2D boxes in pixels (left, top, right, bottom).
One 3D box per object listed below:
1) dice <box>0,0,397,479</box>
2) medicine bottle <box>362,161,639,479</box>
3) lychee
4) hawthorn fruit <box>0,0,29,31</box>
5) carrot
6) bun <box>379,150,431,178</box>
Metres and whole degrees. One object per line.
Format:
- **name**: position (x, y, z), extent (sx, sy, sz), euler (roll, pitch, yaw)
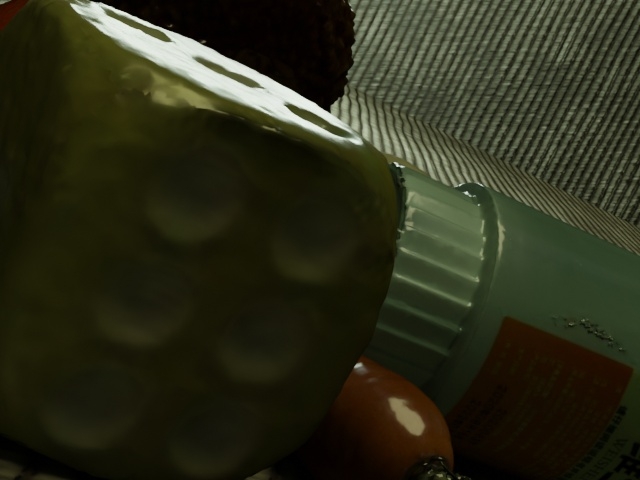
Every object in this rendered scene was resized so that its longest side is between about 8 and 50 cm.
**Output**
- **dice**: position (-0.080, -0.002, 0.596), extent (0.166, 0.169, 0.169), euler (19, 14, -31)
- **medicine bottle**: position (0.150, 0.074, 0.802), extent (0.318, 0.158, 0.158), euler (23, 12, -17)
- **lychee**: position (-0.100, -0.209, 1.270), extent (0.267, 0.267, 0.267), euler (25, 11, -5)
- **hawthorn fruit**: position (-0.188, -0.095, 0.877), extent (0.133, 0.133, 0.138), euler (20, 20, -29)
- **carrot**: position (-0.028, 0.061, 0.709), extent (0.069, 0.069, 0.336), euler (16, 12, -41)
- **bun**: position (0.000, 0.000, 0.943), extent (0.183, 0.102, 0.183), euler (2, -14, 0)
